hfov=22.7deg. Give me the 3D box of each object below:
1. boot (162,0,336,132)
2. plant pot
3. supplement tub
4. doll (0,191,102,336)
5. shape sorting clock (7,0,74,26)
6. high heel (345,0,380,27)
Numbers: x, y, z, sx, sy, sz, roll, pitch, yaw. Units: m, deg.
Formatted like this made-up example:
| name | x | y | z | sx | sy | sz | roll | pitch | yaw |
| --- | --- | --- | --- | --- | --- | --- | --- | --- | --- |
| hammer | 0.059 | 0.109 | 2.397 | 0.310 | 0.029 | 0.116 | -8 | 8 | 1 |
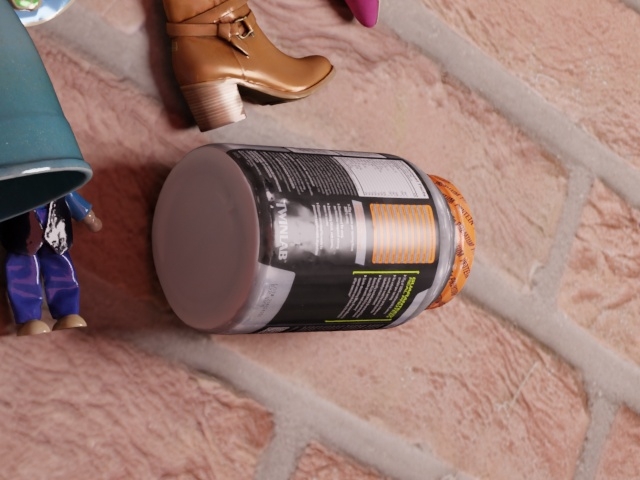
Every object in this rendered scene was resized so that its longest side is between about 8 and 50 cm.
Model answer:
| name | x | y | z | sx | sy | sz | roll | pitch | yaw |
| --- | --- | --- | --- | --- | --- | --- | --- | --- | --- |
| boot | -0.073 | -0.213 | 1.680 | 0.197 | 0.073 | 0.152 | -25 | 102 | -41 |
| plant pot | -0.356 | -0.136 | 1.326 | 0.272 | 0.272 | 0.255 | -14 | 85 | -40 |
| supplement tub | 0.000 | 0.000 | 1.662 | 0.316 | 0.194 | 0.193 | 2 | 89 | -41 |
| doll | -0.267 | -0.006 | 1.528 | 0.129 | 0.046 | 0.189 | -8 | 89 | -31 |
| shape sorting clock | -0.295 | -0.305 | 1.508 | 0.206 | 0.040 | 0.206 | -1 | 91 | -41 |
| high heel | -0.013 | -0.330 | 1.745 | 0.117 | 0.082 | 0.244 | -23 | 123 | -6 |
